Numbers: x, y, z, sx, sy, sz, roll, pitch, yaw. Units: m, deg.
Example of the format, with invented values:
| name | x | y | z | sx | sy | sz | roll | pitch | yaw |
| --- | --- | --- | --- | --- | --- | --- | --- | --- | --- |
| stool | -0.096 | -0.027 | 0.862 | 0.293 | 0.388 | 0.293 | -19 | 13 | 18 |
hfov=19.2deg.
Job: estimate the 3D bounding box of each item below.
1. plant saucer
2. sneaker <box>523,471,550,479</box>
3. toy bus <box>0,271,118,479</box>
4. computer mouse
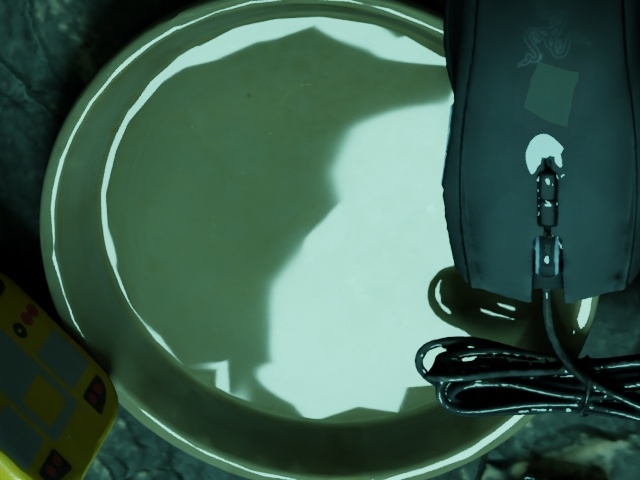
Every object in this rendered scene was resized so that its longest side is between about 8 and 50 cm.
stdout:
| name | x | y | z | sx | sy | sz | roll | pitch | yaw |
| --- | --- | --- | --- | --- | --- | --- | --- | --- | --- |
| plant saucer | 0.000 | 0.000 | 0.934 | 0.277 | 0.041 | 0.278 | 3 | 117 | 7 |
| sneaker | 0.107 | 0.166 | 1.007 | 0.069 | 0.038 | 0.098 | 18 | 109 | 0 |
| toy bus | -0.267 | 0.141 | 0.987 | 0.332 | 0.108 | 0.130 | -36 | 107 | 30 |
| computer mouse | 0.139 | -0.014 | 0.851 | 0.184 | 0.060 | 0.262 | 6 | 118 | 6 |
